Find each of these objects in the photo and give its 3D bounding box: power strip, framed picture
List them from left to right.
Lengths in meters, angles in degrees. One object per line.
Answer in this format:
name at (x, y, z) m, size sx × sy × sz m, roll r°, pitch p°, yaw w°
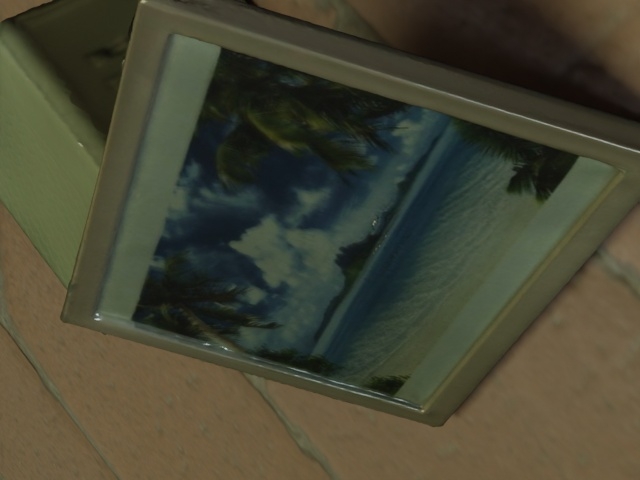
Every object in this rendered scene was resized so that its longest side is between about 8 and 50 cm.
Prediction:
power strip at (-0.108, -0.043, 0.910) m, size 0.139 × 0.140 × 0.224 m, roll 50°, pitch 151°, yaw 17°
framed picture at (0.000, 0.000, 0.737) m, size 0.232 × 0.024 × 0.315 m, roll 16°, pitch 151°, yaw -6°
